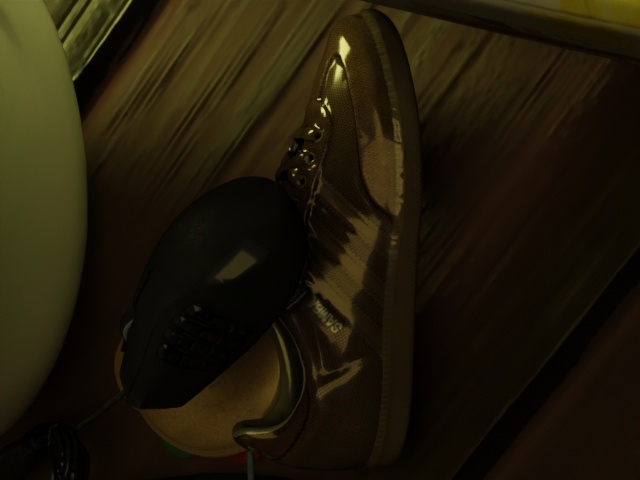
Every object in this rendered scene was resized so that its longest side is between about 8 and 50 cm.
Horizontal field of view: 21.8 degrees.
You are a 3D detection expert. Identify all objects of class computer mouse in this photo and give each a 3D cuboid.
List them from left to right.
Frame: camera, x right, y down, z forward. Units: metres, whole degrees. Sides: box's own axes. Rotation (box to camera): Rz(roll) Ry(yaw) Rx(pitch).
[{"bbox_3d":[-0.088,0.053,0.680,0.242,0.041,0.071,-45,40,34],"label":"computer mouse"}]

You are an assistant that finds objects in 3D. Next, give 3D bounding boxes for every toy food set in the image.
[{"bbox_3d":[-0.046,0.056,0.720,0.082,0.020,0.083,45,102,15],"label":"toy food set"}]

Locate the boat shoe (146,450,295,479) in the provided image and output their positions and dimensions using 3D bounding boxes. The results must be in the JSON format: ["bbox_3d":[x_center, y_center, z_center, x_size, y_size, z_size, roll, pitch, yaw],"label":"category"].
[{"bbox_3d":[0.003,0.146,0.663,0.258,0.089,0.109,6,91,22],"label":"boat shoe"}]

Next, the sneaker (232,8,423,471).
[{"bbox_3d":[0.000,0.000,0.669,0.071,0.066,0.188,0,90,-12],"label":"sneaker"}]

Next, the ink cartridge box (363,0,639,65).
[{"bbox_3d":[0.154,-0.196,0.569,0.385,0.160,0.279,15,94,14],"label":"ink cartridge box"}]

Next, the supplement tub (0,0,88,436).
[{"bbox_3d":[-0.292,-0.019,0.693,0.331,0.241,0.241,-3,88,20],"label":"supplement tub"}]
